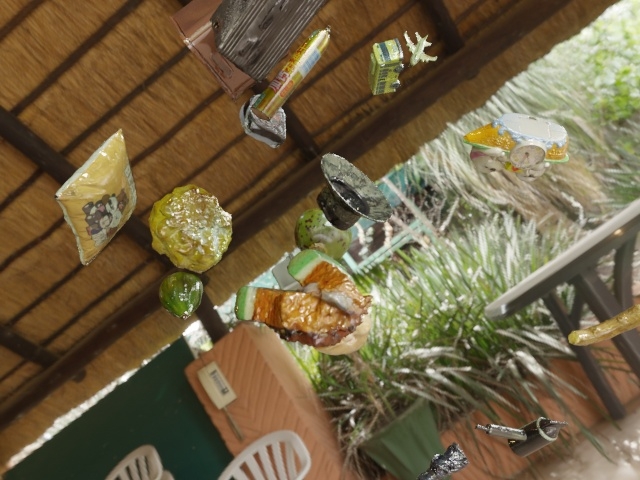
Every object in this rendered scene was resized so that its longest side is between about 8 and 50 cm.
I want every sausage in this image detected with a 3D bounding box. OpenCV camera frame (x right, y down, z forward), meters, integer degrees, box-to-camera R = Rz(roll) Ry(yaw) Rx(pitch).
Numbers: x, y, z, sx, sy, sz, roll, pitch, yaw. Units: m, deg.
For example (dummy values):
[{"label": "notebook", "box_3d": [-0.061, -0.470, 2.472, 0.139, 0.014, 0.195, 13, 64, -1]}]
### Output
[{"label": "sausage", "box_3d": [-0.076, -0.529, 1.514, 0.371, 0.082, 0.082, -54, -14, -7]}]

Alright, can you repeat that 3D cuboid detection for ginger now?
[{"label": "ginger", "box_3d": [1.034, 0.307, 1.732, 0.299, 0.065, 0.118, -24, -53, 16]}]

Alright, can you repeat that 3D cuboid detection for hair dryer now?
[{"label": "hair dryer", "box_3d": [0.594, 0.581, 1.487, 0.249, 0.078, 0.195, 13, -45, -16]}]

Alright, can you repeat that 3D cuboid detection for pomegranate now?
[{"label": "pomegranate", "box_3d": [0.000, 0.000, 1.646, 0.202, 0.202, 0.247, -51, 10, 42]}]

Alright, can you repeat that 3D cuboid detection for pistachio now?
[{"label": "pistachio", "box_3d": [0.052, 0.320, 1.875, 0.230, 0.229, 0.309, -23, 21, -38]}]

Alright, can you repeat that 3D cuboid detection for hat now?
[{"label": "hat", "box_3d": [0.063, -0.105, 1.322, 0.128, 0.265, 0.265, -45, -18, 23]}]

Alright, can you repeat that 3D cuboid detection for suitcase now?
[{"label": "suitcase", "box_3d": [-0.104, -0.566, 1.143, 0.152, 0.229, 0.335, 28, -61, -35]}]

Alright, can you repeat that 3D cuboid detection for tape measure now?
[{"label": "tape measure", "box_3d": [-0.224, -0.474, 1.899, 0.182, 0.180, 0.107, 21, -31, -33]}]

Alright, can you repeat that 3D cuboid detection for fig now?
[{"label": "fig", "box_3d": [-0.372, 0.164, 1.304, 0.117, 0.177, 0.117, -11, -49, -13]}]

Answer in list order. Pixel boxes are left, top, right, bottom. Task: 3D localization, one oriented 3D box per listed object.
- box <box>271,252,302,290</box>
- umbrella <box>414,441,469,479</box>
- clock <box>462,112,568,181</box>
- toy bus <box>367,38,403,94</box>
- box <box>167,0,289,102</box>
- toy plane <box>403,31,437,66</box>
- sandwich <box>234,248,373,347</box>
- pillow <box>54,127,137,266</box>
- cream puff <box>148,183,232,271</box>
[{"label": "box", "box_3d": [-0.091, 0.135, 1.603, 0.093, 0.124, 0.172, -30, -31, -4]}, {"label": "umbrella", "box_3d": [0.352, 0.718, 1.503, 0.224, 0.080, 0.071, -37, -17, -1]}, {"label": "clock", "box_3d": [0.424, -0.196, 1.061, 0.144, 0.231, 0.103, 105, 179, -52]}, {"label": "toy bus", "box_3d": [0.208, -0.558, 1.577, 0.101, 0.088, 0.175, -11, -18, -4]}, {"label": "box", "box_3d": [-0.273, -0.607, 1.453, 0.229, 0.339, 0.239, -37, -51, 3]}, {"label": "toy plane", "box_3d": [0.239, -0.464, 1.196, 0.111, 0.102, 0.040, -65, 14, -25]}, {"label": "sandwich", "box_3d": [-0.013, 0.096, 0.889, 0.251, 0.161, 0.301, 4, -3, -21]}, {"label": "pillow", "box_3d": [-0.654, -0.126, 1.461, 0.310, 0.119, 0.312, 96, -169, -48]}, {"label": "cream puff", "box_3d": [-0.410, -0.028, 1.515, 0.185, 0.281, 0.282, -31, -10, 37]}]
